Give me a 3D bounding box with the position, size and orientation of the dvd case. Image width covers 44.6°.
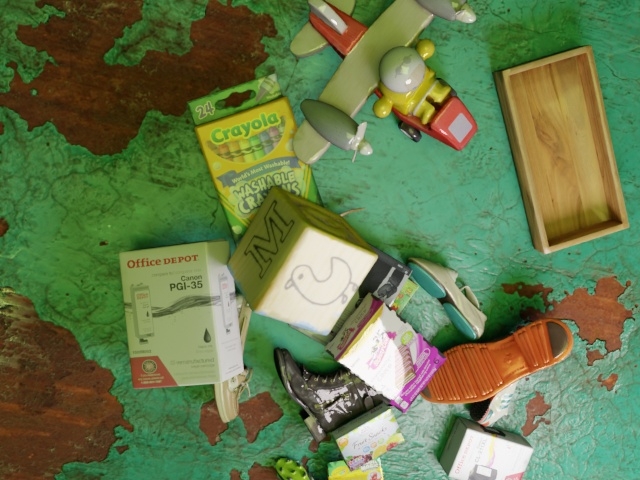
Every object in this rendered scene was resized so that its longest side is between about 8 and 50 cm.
[{"bbox_3d":[0.064,0.120,1.681,0.179,0.029,0.239,31,92,-13],"label":"dvd case"}]

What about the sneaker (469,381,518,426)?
[{"bbox_3d":[0.418,0.365,1.819,0.075,0.057,0.161,39,87,-36],"label":"sneaker"}]

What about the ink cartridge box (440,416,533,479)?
[{"bbox_3d":[0.385,0.504,1.823,0.175,0.072,0.127,18,98,-10],"label":"ink cartridge box"}]

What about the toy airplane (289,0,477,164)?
[{"bbox_3d":[0.124,-0.352,1.532,0.384,0.272,0.386,-6,101,-6],"label":"toy airplane"}]

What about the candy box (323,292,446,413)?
[{"bbox_3d":[0.142,0.243,1.672,0.233,0.071,0.159,41,85,-29],"label":"candy box"}]

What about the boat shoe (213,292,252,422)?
[{"bbox_3d":[-0.185,0.254,1.687,0.089,0.104,0.285,-1,100,-5],"label":"boat shoe"}]

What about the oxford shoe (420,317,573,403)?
[{"bbox_3d":[0.395,0.282,1.759,0.363,0.132,0.130,-21,74,16],"label":"oxford shoe"}]

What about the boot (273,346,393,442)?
[{"bbox_3d":[0.037,0.303,1.744,0.229,0.091,0.263,-29,107,-7],"label":"boot"}]

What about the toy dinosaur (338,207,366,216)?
[{"bbox_3d":[0.000,0.000,1.698,0.112,0.064,0.212,15,105,-33],"label":"toy dinosaur"}]

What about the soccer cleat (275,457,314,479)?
[{"bbox_3d":[-0.032,0.563,1.769,0.179,0.060,0.072,33,138,17],"label":"soccer cleat"}]

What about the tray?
[{"bbox_3d":[0.528,-0.198,1.715,0.202,0.076,0.411,-17,101,-4],"label":"tray"}]

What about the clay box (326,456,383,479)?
[{"bbox_3d":[0.086,0.600,1.811,0.127,0.053,0.222,-7,100,-5],"label":"clay box"}]

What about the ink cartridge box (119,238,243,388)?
[{"bbox_3d":[-0.285,0.147,1.592,0.207,0.117,0.283,-7,90,17],"label":"ink cartridge box"}]

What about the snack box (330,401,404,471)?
[{"bbox_3d":[0.106,0.438,1.742,0.141,0.037,0.100,-28,114,-10],"label":"snack box"}]

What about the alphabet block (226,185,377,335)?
[{"bbox_3d":[-0.040,0.039,1.536,0.192,0.193,0.197,22,107,-34],"label":"alphabet block"}]

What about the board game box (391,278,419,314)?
[{"bbox_3d":[0.116,0.085,1.726,0.181,0.043,0.092,34,95,-12],"label":"board game box"}]

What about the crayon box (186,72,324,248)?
[{"bbox_3d":[-0.132,-0.165,1.629,0.203,0.083,0.323,-20,102,-4],"label":"crayon box"}]

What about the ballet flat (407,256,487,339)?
[{"bbox_3d":[0.289,0.113,1.745,0.086,0.086,0.248,-39,104,1],"label":"ballet flat"}]
